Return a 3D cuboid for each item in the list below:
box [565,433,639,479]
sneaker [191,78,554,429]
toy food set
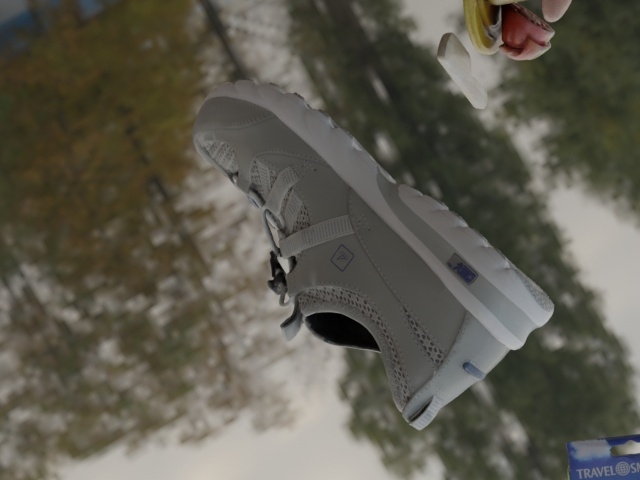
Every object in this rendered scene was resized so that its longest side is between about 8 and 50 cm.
[{"bbox_3d":[0.259,0.239,1.559,0.109,0.178,0.042,-8,-178,9],"label":"box"},{"bbox_3d":[0.000,0.000,1.130,0.115,0.105,0.281,-50,-133,-2],"label":"sneaker"},{"bbox_3d":[0.148,-0.195,1.348,0.071,0.217,0.128,7,161,20],"label":"toy food set"}]
